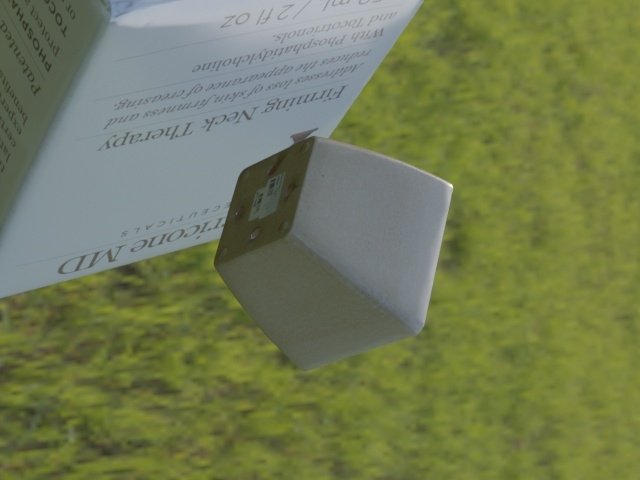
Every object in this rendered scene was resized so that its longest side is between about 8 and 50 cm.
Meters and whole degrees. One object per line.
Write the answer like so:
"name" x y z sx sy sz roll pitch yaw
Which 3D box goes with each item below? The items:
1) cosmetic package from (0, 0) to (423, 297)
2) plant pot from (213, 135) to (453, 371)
"cosmetic package" -0.168 -0.212 1.368 0.329 0.394 0.327 -16 66 -35
"plant pot" 0.000 0.000 0.983 0.096 0.109 0.109 34 54 -28
